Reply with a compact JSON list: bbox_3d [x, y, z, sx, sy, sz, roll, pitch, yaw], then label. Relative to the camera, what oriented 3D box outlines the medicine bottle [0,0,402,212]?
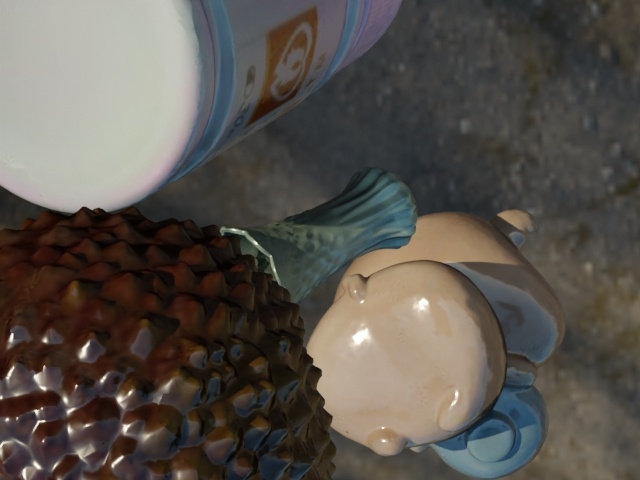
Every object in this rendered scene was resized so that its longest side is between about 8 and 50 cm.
[{"bbox_3d":[-0.090,-0.158,1.212,0.202,0.316,0.202,11,115,24],"label":"medicine bottle"}]

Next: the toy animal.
[{"bbox_3d":[0.086,0.083,1.600,0.210,0.229,0.221,-31,149,24],"label":"toy animal"}]

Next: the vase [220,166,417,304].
[{"bbox_3d":[0.000,0.000,1.296,0.149,0.081,0.081,-29,164,-36],"label":"vase"}]

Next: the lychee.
[{"bbox_3d":[-0.112,0.096,0.992,0.267,0.267,0.267,0,147,0],"label":"lychee"}]
